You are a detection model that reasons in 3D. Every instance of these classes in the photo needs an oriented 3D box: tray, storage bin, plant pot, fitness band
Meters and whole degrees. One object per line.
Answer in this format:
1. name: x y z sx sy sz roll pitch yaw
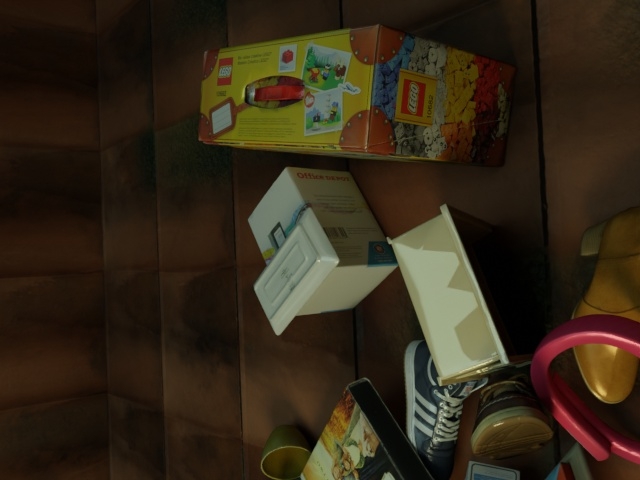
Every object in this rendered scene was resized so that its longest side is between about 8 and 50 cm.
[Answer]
1. tray: -0.066 0.070 1.337 0.270 0.030 0.145 -53 54 36
2. storage bin: 0.261 0.100 1.092 0.123 0.260 0.262 -29 68 28
3. plant pot: -0.086 0.527 1.612 0.095 0.134 0.134 -102 34 -55
4. fitness band: 0.443 0.227 0.919 0.291 0.054 0.209 45 134 -5

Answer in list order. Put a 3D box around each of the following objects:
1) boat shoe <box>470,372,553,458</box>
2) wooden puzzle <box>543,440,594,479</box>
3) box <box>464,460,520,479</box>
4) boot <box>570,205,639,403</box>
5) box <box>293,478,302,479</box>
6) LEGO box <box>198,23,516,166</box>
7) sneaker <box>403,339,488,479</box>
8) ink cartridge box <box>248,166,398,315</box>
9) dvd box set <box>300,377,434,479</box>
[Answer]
1. boat shoe: 0.298 0.276 1.028 0.123 0.342 0.123 -18 63 13
2. wooden puzzle: 0.369 0.463 1.010 0.044 0.238 0.221 25 117 -1
3. box: 0.266 0.540 1.044 0.087 0.290 0.169 8 136 12
4. boot: 0.459 0.096 0.913 0.211 0.104 0.295 146 124 -78
5. box: -0.061 0.723 1.590 0.060 0.100 0.244 18 104 48
6. LEGO box: 0.053 -0.261 1.234 0.500 0.372 0.193 12 100 48
7. sneaker: 0.248 0.329 1.226 0.153 0.099 0.282 -18 74 50
8. ink cartridge box: 0.000 0.000 1.433 0.197 0.198 0.270 -49 55 39
9. dvd box set: 0.093 0.535 1.360 0.307 0.062 0.420 56 144 32
